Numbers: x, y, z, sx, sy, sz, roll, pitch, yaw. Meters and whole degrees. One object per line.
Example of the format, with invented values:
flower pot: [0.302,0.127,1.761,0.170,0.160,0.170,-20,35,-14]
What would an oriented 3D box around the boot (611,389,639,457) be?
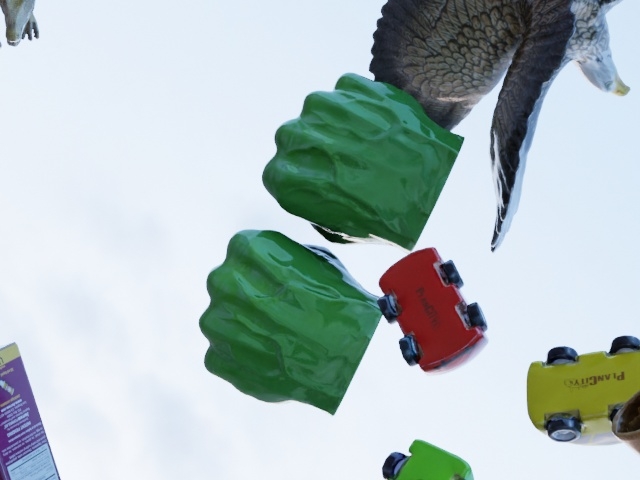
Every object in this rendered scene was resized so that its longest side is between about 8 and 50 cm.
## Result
boot: [0.322,0.110,0.854,0.211,0.104,0.295,43,-48,-17]

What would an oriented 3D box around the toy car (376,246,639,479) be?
toy car: [0.095,0.132,1.032,0.239,0.225,0.053,22,-20,38]

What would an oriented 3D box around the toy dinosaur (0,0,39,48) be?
toy dinosaur: [-0.188,-0.162,0.823,0.183,0.053,0.092,49,-22,22]

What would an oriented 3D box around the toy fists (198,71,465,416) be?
toy fists: [0.000,0.000,1.281,0.142,0.279,0.096,26,2,0]

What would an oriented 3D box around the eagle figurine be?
eagle figurine: [0.180,-0.166,1.326,0.298,0.226,0.225,-41,-85,11]

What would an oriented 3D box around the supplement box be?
supplement box: [-0.175,0.100,0.808,0.055,0.043,0.083,-11,-81,30]
